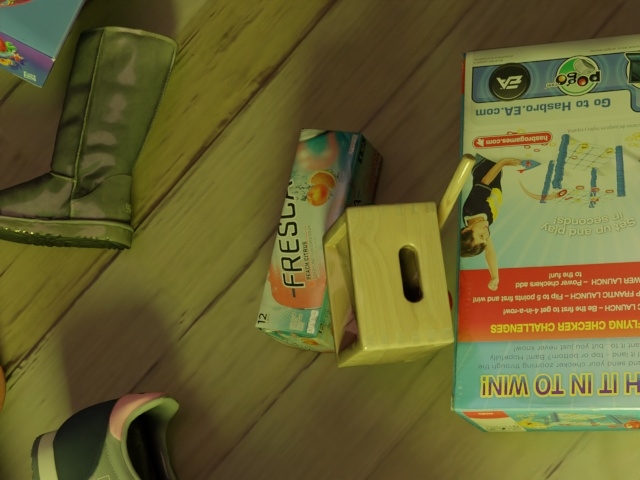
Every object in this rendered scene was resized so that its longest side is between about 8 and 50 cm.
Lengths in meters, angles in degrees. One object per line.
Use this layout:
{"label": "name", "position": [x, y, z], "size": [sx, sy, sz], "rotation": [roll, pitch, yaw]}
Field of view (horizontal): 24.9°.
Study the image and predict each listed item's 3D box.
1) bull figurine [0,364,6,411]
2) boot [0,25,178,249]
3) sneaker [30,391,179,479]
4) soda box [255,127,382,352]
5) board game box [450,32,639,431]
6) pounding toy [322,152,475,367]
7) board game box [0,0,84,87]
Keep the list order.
{"label": "bull figurine", "position": [-0.438, 0.162, 1.279], "size": [0.310, 0.101, 0.188], "rotation": [-1, 73, -6]}
{"label": "boot", "position": [-0.237, -0.099, 1.355], "size": [0.190, 0.076, 0.208], "rotation": [4, 80, 8]}
{"label": "sneaker", "position": [-0.130, 0.266, 1.164], "size": [0.131, 0.112, 0.319], "rotation": [-31, 65, 12]}
{"label": "soda box", "position": [0.000, 0.000, 1.232], "size": [0.058, 0.063, 0.183], "rotation": [6, 74, 23]}
{"label": "board game box", "position": [0.263, -0.009, 1.119], "size": [0.308, 0.086, 0.301], "rotation": [-3, 71, 21]}
{"label": "pounding toy", "position": [0.064, 0.018, 1.130], "size": [0.100, 0.130, 0.141], "rotation": [-4, 79, -11]}
{"label": "board game box", "position": [-0.291, -0.351, 1.361], "size": [0.233, 0.078, 0.347], "rotation": [26, 69, -12]}
